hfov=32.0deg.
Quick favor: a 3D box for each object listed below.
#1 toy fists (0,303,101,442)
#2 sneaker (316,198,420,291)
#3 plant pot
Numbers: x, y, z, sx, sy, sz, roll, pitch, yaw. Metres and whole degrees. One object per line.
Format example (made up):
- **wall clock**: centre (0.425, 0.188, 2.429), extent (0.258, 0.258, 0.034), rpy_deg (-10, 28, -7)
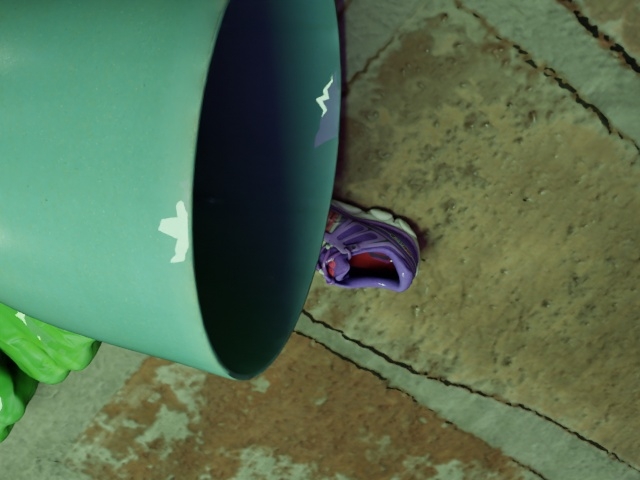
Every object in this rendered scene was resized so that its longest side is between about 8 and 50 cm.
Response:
- **toy fists**: centre (-0.280, 0.081, 0.955), extent (0.142, 0.096, 0.279), rpy_deg (44, 117, -12)
- **sneaker**: centre (0.000, 0.000, 0.899), extent (0.170, 0.071, 0.068), rpy_deg (12, 123, -4)
- **plant pot**: centre (-0.138, -0.069, 0.743), extent (0.235, 0.293, 0.293), rpy_deg (7, 125, 14)
